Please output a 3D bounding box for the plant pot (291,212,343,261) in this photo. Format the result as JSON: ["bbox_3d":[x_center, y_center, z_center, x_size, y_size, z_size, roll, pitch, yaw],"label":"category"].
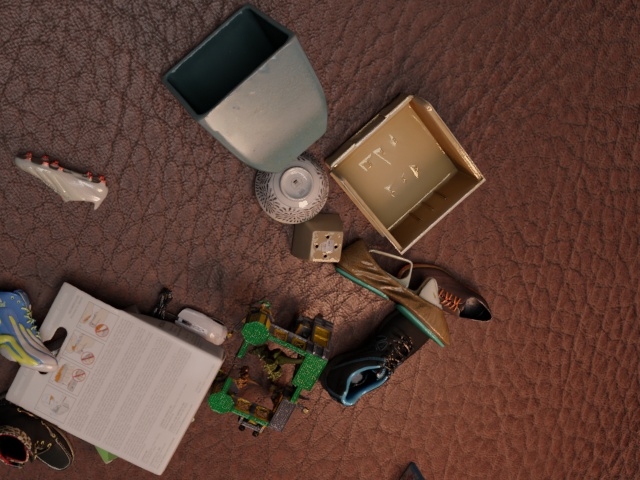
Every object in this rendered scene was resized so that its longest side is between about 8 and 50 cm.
[{"bbox_3d":[0.000,0.000,1.783,0.109,0.096,0.108,2,106,-17],"label":"plant pot"}]

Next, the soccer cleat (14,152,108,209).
[{"bbox_3d":[-0.542,-0.122,1.599,0.196,0.068,0.076,20,104,-24],"label":"soccer cleat"}]

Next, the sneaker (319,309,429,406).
[{"bbox_3d":[0.165,0.292,1.904,0.341,0.140,0.125,-38,111,-4],"label":"sneaker"}]

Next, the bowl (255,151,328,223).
[{"bbox_3d":[-0.058,-0.123,1.709,0.170,0.080,0.170,0,89,-9],"label":"bowl"}]

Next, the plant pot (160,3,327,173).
[{"bbox_3d":[-0.129,-0.286,1.584,0.248,0.247,0.252,-41,132,-1],"label":"plant pot"}]

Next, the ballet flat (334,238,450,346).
[{"bbox_3d":[0.197,0.113,1.838,0.342,0.116,0.124,36,85,1],"label":"ballet flat"}]

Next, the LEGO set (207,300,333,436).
[{"bbox_3d":[-0.112,0.279,1.821,0.255,0.192,0.331,17,116,-2],"label":"LEGO set"}]

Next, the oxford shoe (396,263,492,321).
[{"bbox_3d":[0.317,0.132,1.920,0.272,0.098,0.096,21,101,-21],"label":"oxford shoe"}]

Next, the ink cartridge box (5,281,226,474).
[{"bbox_3d":[-0.451,0.301,1.711,0.385,0.091,0.308,28,98,-5],"label":"ink cartridge box"}]

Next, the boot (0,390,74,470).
[{"bbox_3d":[-0.637,0.458,1.692,0.085,0.178,0.236,-35,113,-4],"label":"boot"}]

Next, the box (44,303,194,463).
[{"bbox_3d":[-0.462,0.333,1.774,0.232,0.058,0.321,-25,111,-8],"label":"box"}]

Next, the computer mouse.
[{"bbox_3d":[-0.298,0.193,1.779,0.193,0.042,0.106,25,87,-24],"label":"computer mouse"}]

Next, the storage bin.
[{"bbox_3d":[0.191,-0.160,1.776,0.262,0.123,0.260,-42,114,0],"label":"storage bin"}]

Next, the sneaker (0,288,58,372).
[{"bbox_3d":[-0.636,0.177,1.615,0.240,0.091,0.126,29,85,6],"label":"sneaker"}]

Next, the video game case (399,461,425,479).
[{"bbox_3d":[0.224,0.694,2.061,0.015,0.119,0.166,30,97,-18],"label":"video game case"}]
